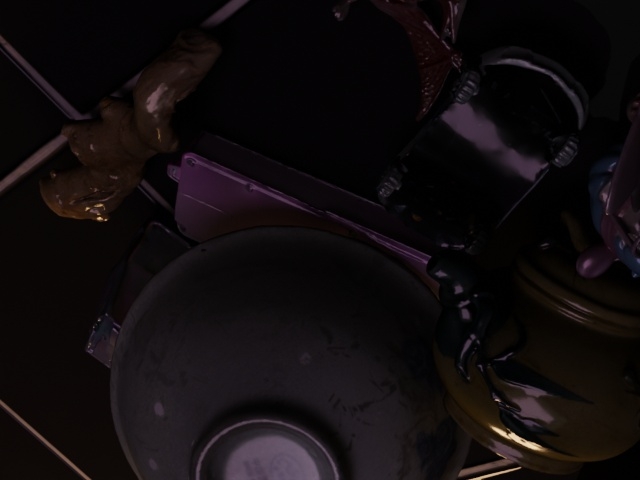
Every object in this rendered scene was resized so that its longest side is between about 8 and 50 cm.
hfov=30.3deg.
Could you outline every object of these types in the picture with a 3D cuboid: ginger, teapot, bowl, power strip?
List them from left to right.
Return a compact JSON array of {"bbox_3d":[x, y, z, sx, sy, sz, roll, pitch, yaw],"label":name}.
[{"bbox_3d":[-0.166,-0.089,0.993,0.089,0.075,0.288,43,142,-6],"label":"ginger"},{"bbox_3d":[-0.031,0.155,0.927,0.314,0.146,0.313,1,108,4],"label":"bowl"},{"bbox_3d":[0.000,0.000,0.999,0.279,0.037,0.109,24,139,8],"label":"power strip"},{"bbox_3d":[0.192,0.069,0.881,0.270,0.173,0.182,15,109,-17],"label":"teapot"}]

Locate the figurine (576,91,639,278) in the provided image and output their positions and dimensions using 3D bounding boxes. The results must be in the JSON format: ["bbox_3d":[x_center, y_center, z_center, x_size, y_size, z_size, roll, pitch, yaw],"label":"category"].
[{"bbox_3d":[0.259,-0.079,0.741,0.205,0.102,0.260,-6,135,-12],"label":"figurine"}]

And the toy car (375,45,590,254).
[{"bbox_3d":[0.116,-0.065,0.852,0.095,0.056,0.205,33,137,-4],"label":"toy car"}]

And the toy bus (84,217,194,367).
[{"bbox_3d":[-0.063,0.119,1.078,0.317,0.138,0.112,32,138,-4],"label":"toy bus"}]

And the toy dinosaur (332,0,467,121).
[{"bbox_3d":[0.059,-0.174,0.799,0.108,0.032,0.220,13,134,24],"label":"toy dinosaur"}]

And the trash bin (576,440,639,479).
[{"bbox_3d":[0.344,0.244,0.987,0.226,0.115,0.165,-1,131,36],"label":"trash bin"}]
